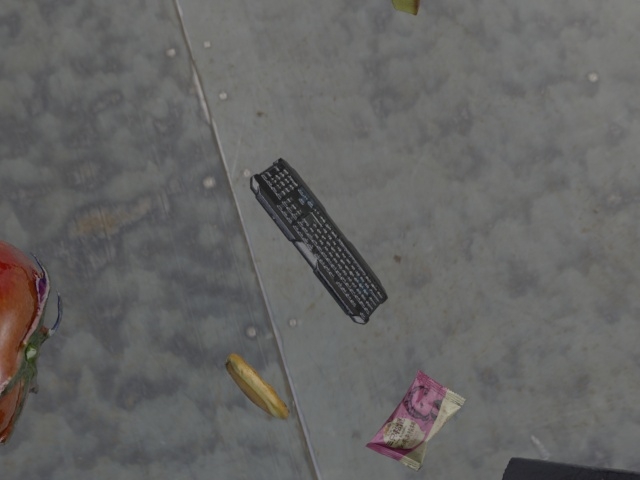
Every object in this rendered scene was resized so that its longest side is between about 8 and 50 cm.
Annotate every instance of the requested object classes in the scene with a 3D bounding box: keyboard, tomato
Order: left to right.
[{"bbox_3d":[-0.268,0.068,0.524,0.167,0.167,0.167,0,69,-1],"label":"tomato"},{"bbox_3d":[0.000,0.000,1.079,0.262,0.016,0.106,52,41,-3],"label":"keyboard"}]

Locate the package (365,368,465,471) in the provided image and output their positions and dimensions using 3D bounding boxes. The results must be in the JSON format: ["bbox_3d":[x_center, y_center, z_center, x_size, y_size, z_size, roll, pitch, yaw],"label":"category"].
[{"bbox_3d":[0.086,0.161,0.664,0.059,0.029,0.083,31,94,-17],"label":"package"}]

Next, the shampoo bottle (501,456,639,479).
[{"bbox_3d":[0.348,0.289,0.780,0.309,0.098,0.071,-5,35,41],"label":"shampoo bottle"}]

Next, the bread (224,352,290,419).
[{"bbox_3d":[-0.079,0.178,0.912,0.110,0.110,0.024,43,74,14],"label":"bread"}]

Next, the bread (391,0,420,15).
[{"bbox_3d":[0.130,-0.441,1.066,0.049,0.088,0.226,5,74,9],"label":"bread"}]
